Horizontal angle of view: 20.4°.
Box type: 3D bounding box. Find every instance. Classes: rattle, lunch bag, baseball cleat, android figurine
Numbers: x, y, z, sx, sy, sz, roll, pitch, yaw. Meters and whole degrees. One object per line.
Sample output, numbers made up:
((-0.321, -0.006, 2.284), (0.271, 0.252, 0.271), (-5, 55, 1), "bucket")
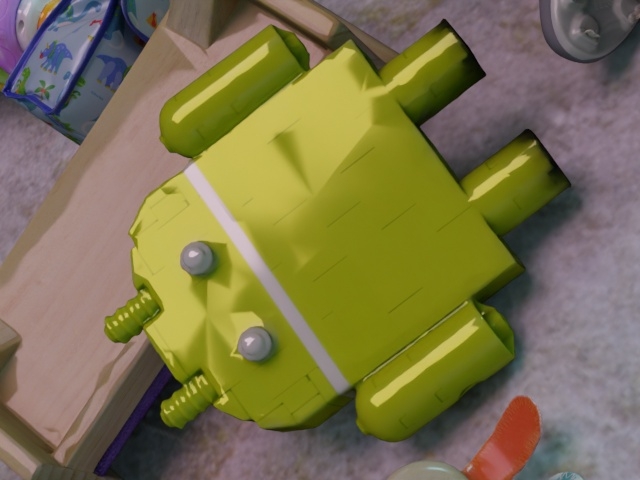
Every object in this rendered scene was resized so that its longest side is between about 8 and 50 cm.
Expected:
((0.048, 0.181, 0.964), (0.130, 0.143, 0.199), (30, 70, 21), "rattle")
((-0.132, -0.133, 1.299), (0.096, 0.129, 0.151), (21, 79, 47), "lunch bag")
((0.158, -0.187, 1.085), (0.109, 0.072, 0.206), (-21, 44, 55), "baseball cleat")
((0.000, 0.000, 1.033), (0.273, 0.056, 0.248), (-35, 75, 6), "android figurine")

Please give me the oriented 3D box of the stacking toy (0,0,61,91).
((-0.246, -0.182, 1.447), (0.302, 0.175, 0.165), (17, 79, 44), "stacking toy")

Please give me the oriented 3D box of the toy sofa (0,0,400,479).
((-0.100, -0.008, 1.190), (0.150, 0.177, 0.362), (35, 92, 28), "toy sofa")
